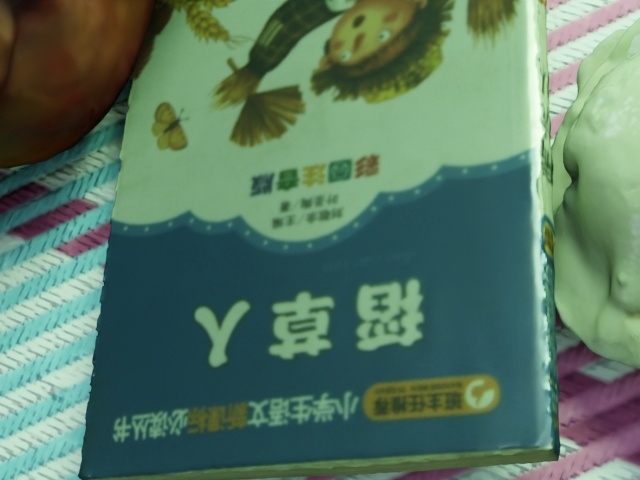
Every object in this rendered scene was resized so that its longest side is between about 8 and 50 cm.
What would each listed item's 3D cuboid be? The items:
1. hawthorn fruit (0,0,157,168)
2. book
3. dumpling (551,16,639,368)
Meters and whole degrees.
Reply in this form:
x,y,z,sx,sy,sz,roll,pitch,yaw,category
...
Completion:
x,y,z,sx,sy,sz,roll,pitch,yaw,category
-0.309,-0.270,0.748,0.471,0.472,0.472,-5,69,13,hawthorn fruit
0.000,-0.061,0.747,0.300,0.039,0.428,-9,63,25,book
0.203,-0.042,0.683,0.193,0.147,0.258,-9,57,40,dumpling
